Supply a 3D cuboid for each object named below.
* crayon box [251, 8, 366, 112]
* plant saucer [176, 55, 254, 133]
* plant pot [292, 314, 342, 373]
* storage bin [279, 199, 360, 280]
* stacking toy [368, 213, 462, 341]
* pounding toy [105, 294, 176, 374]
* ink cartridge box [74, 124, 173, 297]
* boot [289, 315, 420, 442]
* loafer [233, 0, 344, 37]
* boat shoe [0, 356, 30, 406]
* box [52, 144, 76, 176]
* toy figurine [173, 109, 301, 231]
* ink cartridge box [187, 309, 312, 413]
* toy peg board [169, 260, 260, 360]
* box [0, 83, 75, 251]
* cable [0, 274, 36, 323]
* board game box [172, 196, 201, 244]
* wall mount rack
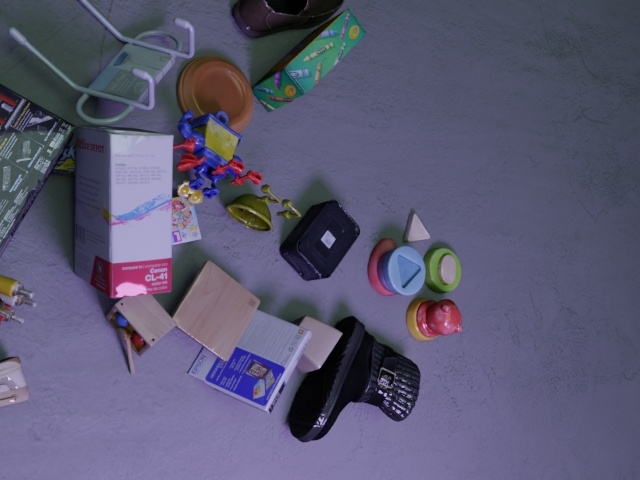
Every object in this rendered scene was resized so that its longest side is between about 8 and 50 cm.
[{"bbox_3d":[-0.028,-0.446,1.800,0.081,0.165,0.278,51,58,-18],"label":"crayon box"},{"bbox_3d":[-0.241,-0.343,1.713,0.200,0.037,0.200,6,80,-34],"label":"plant saucer"},{"bbox_3d":[-0.032,0.241,1.730,0.096,0.109,0.109,41,61,-8],"label":"plant pot"},{"bbox_3d":[0.000,0.000,1.799,0.122,0.084,0.180,48,58,-20],"label":"storage bin"},{"bbox_3d":[0.298,0.091,1.966,0.309,0.130,0.279,47,60,-21],"label":"stacking toy"},{"bbox_3d":[-0.377,0.185,1.487,0.130,0.141,0.100,49,58,-2],"label":"pounding toy"},{"bbox_3d":[-0.385,-0.063,1.404,0.131,0.226,0.306,-2,102,-35],"label":"ink cartridge box"},{"bbox_3d":[0.098,0.386,1.776,0.260,0.131,0.348,43,60,-22],"label":"boot"},{"bbox_3d":[-0.045,-0.609,1.835,0.366,0.130,0.134,-35,103,-34],"label":"loafer"},{"bbox_3d":[-0.664,0.300,1.270,0.302,0.109,0.098,-20,93,-41],"label":"boat shoe"},{"bbox_3d":[-0.515,-0.162,1.475,0.169,0.059,0.054,3,81,-35],"label":"box"},{"bbox_3d":[-0.202,-0.195,1.624,0.362,0.191,0.217,32,50,-38],"label":"toy figurine"},{"bbox_3d":[-0.156,0.255,1.617,0.206,0.208,0.045,-60,158,-25],"label":"ink cartridge box"},{"bbox_3d":[-0.245,0.156,1.604,0.160,0.079,0.161,41,62,-25],"label":"toy peg board"},{"bbox_3d":[-0.636,-0.139,1.331,0.242,0.076,0.307,29,73,-16],"label":"box"},{"bbox_3d":[-0.665,0.071,1.327,0.287,0.139,0.072,33,39,-6],"label":"cable"},{"bbox_3d":[-0.346,-0.038,1.595,0.154,0.026,0.103,-14,91,-36],"label":"board game box"},{"bbox_3d":[-0.441,-0.401,1.503,0.304,0.130,0.350,17,48,7],"label":"wall mount rack"}]
